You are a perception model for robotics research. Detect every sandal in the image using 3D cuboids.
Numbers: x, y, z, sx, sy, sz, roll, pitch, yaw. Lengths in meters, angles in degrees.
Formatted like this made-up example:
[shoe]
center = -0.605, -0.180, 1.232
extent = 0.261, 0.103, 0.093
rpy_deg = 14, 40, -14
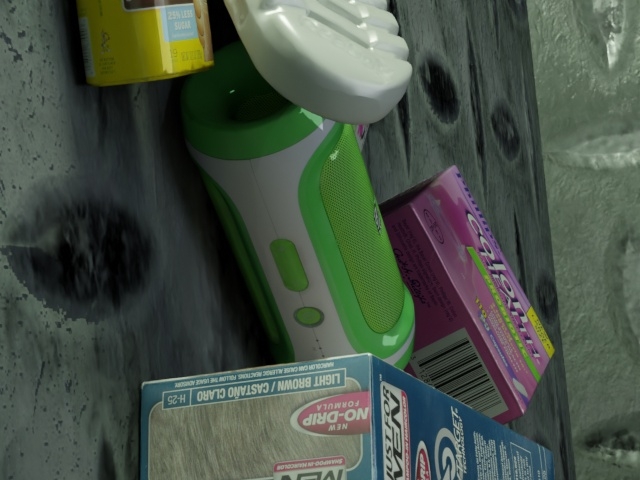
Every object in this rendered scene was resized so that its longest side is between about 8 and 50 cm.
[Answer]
[sandal]
center = -0.048, -0.206, 1.408
extent = 0.169, 0.102, 0.416
rpy_deg = 22, 30, -25

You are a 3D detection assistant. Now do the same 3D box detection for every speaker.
[speaker]
center = -0.012, -0.011, 1.494
extent = 0.131, 0.131, 0.296
rpy_deg = -82, 159, -44

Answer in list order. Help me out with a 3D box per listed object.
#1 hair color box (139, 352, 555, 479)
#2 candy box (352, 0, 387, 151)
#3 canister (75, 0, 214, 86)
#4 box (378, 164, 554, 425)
[hair color box]
center = 0.032, 0.173, 1.378
extent = 0.347, 0.174, 0.105
rpy_deg = 32, 53, -60
[candy box]
center = 0.007, -0.157, 1.569
extent = 0.196, 0.070, 0.165
rpy_deg = 90, 12, -52
[canister]
center = -0.120, -0.189, 1.264
extent = 0.126, 0.073, 0.170
rpy_deg = -33, 117, -74
[box]
center = 0.107, 0.063, 1.809
extent = 0.213, 0.117, 0.243
rpy_deg = 62, 16, -2
